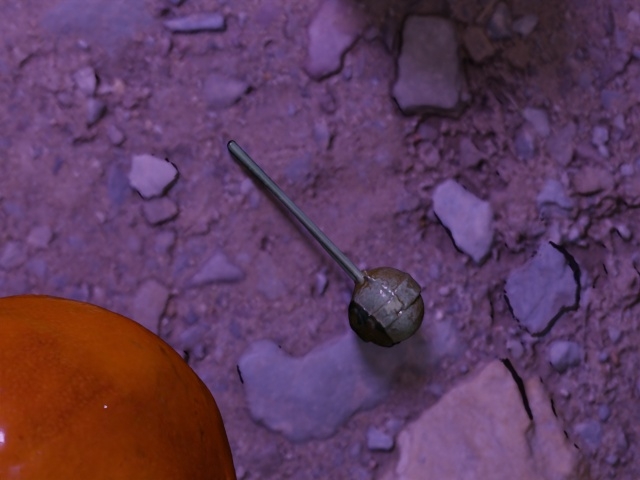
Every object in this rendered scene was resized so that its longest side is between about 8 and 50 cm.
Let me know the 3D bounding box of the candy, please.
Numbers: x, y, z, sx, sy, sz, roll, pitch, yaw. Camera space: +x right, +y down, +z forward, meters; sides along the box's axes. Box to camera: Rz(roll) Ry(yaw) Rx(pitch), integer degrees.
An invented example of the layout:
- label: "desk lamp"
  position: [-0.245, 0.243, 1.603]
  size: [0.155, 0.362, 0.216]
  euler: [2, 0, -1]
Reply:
- label: "candy"
  position: [0.000, 0.000, 1.012]
  size: [0.202, 0.061, 0.061]
  euler: [46, 76, -7]

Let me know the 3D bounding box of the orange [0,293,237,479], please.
- label: "orange"
  position: [-0.172, 0.173, 0.822]
  size: [0.226, 0.284, 0.283]
  euler: [-3, 90, 24]
